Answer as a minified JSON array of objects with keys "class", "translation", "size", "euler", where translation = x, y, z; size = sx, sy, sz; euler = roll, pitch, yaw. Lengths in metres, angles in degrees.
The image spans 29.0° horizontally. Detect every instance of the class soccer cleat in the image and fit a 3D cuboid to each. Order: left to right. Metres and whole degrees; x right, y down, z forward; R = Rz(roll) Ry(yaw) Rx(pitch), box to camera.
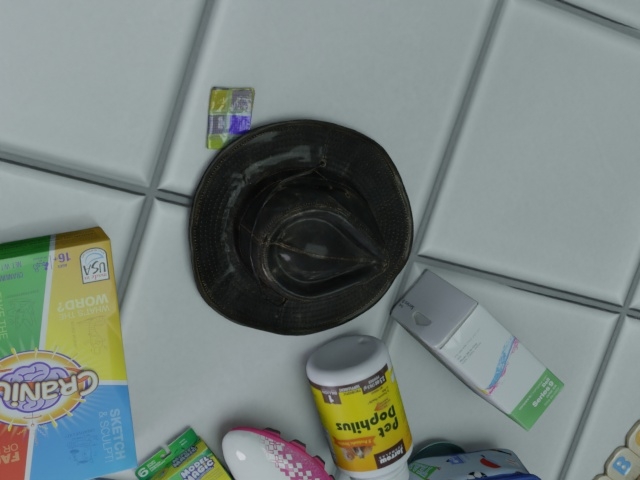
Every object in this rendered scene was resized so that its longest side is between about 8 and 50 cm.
[{"class":"soccer cleat","translation":[-0.027,0.391,1.707],"size":[0.331,0.116,0.143],"euler":[48,46,-29]}]

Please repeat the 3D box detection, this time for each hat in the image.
[{"class":"hat","translation":[0.000,0.000,1.612],"size":[0.331,0.134,0.331],"euler":[-7,108,-23]}]

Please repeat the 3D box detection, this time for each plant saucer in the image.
[{"class":"plant saucer","translation":[0.170,0.354,1.862],"size":[0.119,0.021,0.119],"euler":[-7,109,-21]}]

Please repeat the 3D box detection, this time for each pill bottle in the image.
[{"class":"pill bottle","translation":[0.060,0.248,1.725],"size":[0.117,0.117,0.215],"euler":[-23,114,-16]}]

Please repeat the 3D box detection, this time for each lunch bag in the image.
[{"class":"lunch bag","translation":[0.199,0.462,1.839],"size":[0.243,0.115,0.303],"euler":[-4,115,-26]}]

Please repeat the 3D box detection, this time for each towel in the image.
[{"class":"towel","translation":[-0.115,-0.156,1.583],"size":[0.060,0.009,0.083],"euler":[2,105,-25]}]

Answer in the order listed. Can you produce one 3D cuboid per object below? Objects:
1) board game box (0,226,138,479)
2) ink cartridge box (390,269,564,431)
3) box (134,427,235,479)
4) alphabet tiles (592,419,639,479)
[{"class":"board game box","translation":[-0.365,0.159,1.536],"size":[0.242,0.064,0.316],"euler":[-12,110,-21]},{"class":"ink cartridge box","translation":[0.220,0.154,1.747],"size":[0.212,0.154,0.093],"euler":[41,87,-28]},{"class":"box","translation":[-0.168,0.351,1.698],"size":[0.105,0.043,0.179],"euler":[-37,115,-10]},{"class":"alphabet tiles","translation":[0.571,0.427,2.065],"size":[0.278,0.021,0.284],"euler":[39,88,-28]}]
